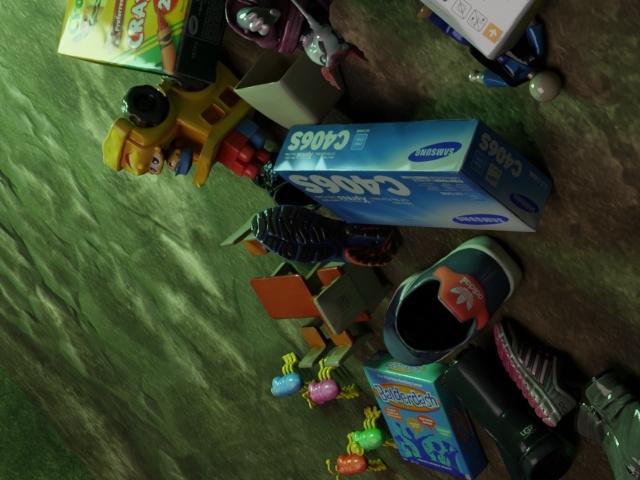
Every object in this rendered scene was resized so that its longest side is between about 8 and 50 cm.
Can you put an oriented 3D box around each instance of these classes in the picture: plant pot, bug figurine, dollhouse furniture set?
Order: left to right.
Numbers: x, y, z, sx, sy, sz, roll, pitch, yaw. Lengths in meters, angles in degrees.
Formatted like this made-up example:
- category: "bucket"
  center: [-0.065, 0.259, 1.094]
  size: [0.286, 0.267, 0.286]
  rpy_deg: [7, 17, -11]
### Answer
- category: "plant pot"
  center: [-0.032, -0.213, 1.697]
  size: [0.109, 0.109, 0.096]
  rpy_deg: [-2, 135, 51]
- category: "dollhouse furniture set"
  center: [-0.023, 0.087, 1.966]
  size: [0.259, 0.135, 0.262]
  rpy_deg: [-10, 116, 54]
- category: "bug figurine"
  center: [0.023, 0.321, 2.219]
  size: [0.279, 0.072, 0.216]
  rpy_deg: [51, 148, -2]

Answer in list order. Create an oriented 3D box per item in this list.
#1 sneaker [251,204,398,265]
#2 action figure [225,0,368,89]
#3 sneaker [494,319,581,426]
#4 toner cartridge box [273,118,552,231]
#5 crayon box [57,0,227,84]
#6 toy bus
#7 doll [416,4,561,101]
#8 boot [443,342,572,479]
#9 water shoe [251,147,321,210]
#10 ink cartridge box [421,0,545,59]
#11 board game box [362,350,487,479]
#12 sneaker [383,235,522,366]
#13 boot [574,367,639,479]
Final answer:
- category: "sneaker"
  center: [0.000, 0.000, 1.817]
  size: [0.221, 0.083, 0.087]
  rpy_deg: [13, 174, -19]
- category: "action figure"
  center: [-0.088, -0.332, 1.499]
  size: [0.370, 0.248, 0.276]
  rpy_deg: [56, 148, -7]
- category: "sneaker"
  center: [0.308, 0.177, 1.739]
  size: [0.170, 0.075, 0.063]
  rpy_deg: [58, 173, 28]
- category: "toner cartridge box"
  center: [0.113, -0.084, 1.616]
  size: [0.165, 0.075, 0.348]
  rpy_deg: [32, 161, -37]
- category: "crayon box"
  center: [-0.263, -0.342, 1.755]
  size: [0.319, 0.081, 0.202]
  rpy_deg: [15, 94, 42]
- category: "toy bus"
  center: [-0.185, -0.156, 1.840]
  size: [0.211, 0.220, 0.149]
  rpy_deg: [39, 150, 3]
- category: "doll"
  center: [0.204, -0.229, 1.443]
  size: [0.189, 0.046, 0.129]
  rpy_deg: [39, 138, 4]
- category: "boot"
  center: [0.277, 0.270, 1.847]
  size: [0.207, 0.094, 0.246]
  rpy_deg: [53, 173, 26]
- category: "water shoe"
  center: [-0.055, -0.091, 1.869]
  size: [0.203, 0.080, 0.073]
  rpy_deg: [8, 129, 46]
- category: "ink cartridge box"
  center: [0.154, -0.399, 1.279]
  size: [0.303, 0.072, 0.307]
  rpy_deg: [43, 127, 11]
- category: "board game box"
  center: [0.171, 0.287, 2.026]
  size: [0.160, 0.047, 0.210]
  rpy_deg: [7, 128, 47]
- category: "sneaker"
  center: [0.149, 0.117, 1.779]
  size: [0.131, 0.148, 0.350]
  rpy_deg: [44, 148, 7]
- category: "boot"
  center: [0.413, 0.299, 1.686]
  size: [0.161, 0.083, 0.246]
  rpy_deg: [42, 138, 40]
